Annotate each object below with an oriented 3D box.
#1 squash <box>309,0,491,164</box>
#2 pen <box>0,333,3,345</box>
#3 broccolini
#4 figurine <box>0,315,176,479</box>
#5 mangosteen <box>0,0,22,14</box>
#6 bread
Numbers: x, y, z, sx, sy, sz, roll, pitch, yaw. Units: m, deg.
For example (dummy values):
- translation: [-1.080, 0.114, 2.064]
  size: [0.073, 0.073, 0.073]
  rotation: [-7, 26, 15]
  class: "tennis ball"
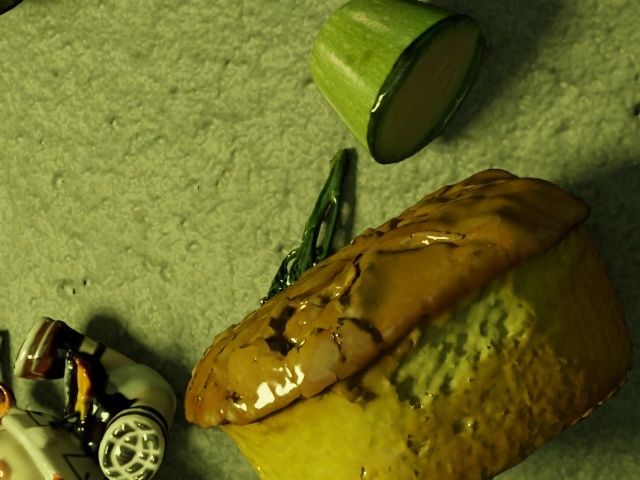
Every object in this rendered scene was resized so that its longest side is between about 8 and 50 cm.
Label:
- translation: [0.075, -0.170, 1.039]
  size: [0.123, 0.170, 0.170]
  rotation: [42, 106, 29]
  class: "squash"
- translation: [-0.421, 0.210, 1.266]
  size: [0.025, 0.025, 0.204]
  rotation: [2, 70, 21]
  class: "pen"
- translation: [0.000, -0.001, 1.139]
  size: [0.074, 0.058, 0.201]
  rotation: [22, 84, 4]
  class: "broccolini"
- translation: [-0.296, 0.279, 1.175]
  size: [0.320, 0.196, 0.323]
  rotation: [38, 100, 38]
  class: "figurine"
- translation: [-0.407, -0.379, 1.160]
  size: [0.288, 0.288, 0.288]
  rotation: [1, 93, 21]
  class: "mangosteen"
- translation: [0.073, 0.093, 0.934]
  size: [0.398, 0.398, 0.215]
  rotation: [-30, 94, 19]
  class: "bread"
